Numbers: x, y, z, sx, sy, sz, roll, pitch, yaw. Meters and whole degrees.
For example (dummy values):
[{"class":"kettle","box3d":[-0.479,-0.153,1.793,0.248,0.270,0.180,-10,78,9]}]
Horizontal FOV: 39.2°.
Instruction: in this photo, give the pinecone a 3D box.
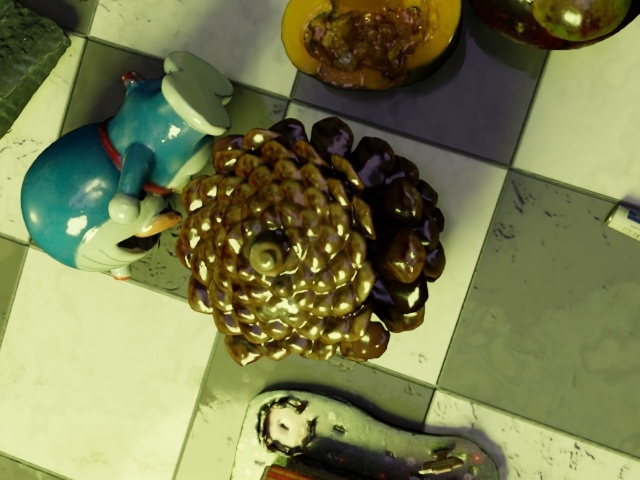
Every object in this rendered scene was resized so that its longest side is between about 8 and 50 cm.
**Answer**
[{"class":"pinecone","box3d":[0.006,0.009,0.869,0.264,0.264,0.264,1,93,10]}]

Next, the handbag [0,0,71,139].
[{"class":"handbag","box3d":[-0.428,-0.221,1.021,0.270,0.088,0.175,28,89,8]}]

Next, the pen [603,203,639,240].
[{"class":"pen","box3d":[0.387,0.016,0.911,0.204,0.025,0.025,26,97,7]}]

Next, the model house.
[{"class":"model house","box3d":[0.029,0.289,0.924,0.294,0.154,0.207,15,97,10]}]

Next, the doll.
[{"class":"doll","box3d":[-0.190,-0.075,0.934,0.257,0.215,0.161,-39,106,22]}]

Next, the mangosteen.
[{"class":"mangosteen","box3d":[0.224,-0.275,0.836,0.210,0.210,0.210,1,93,10]}]

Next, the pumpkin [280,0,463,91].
[{"class":"pumpkin","box3d":[0.062,-0.212,0.916,0.183,0.107,0.119,-2,85,19]}]
